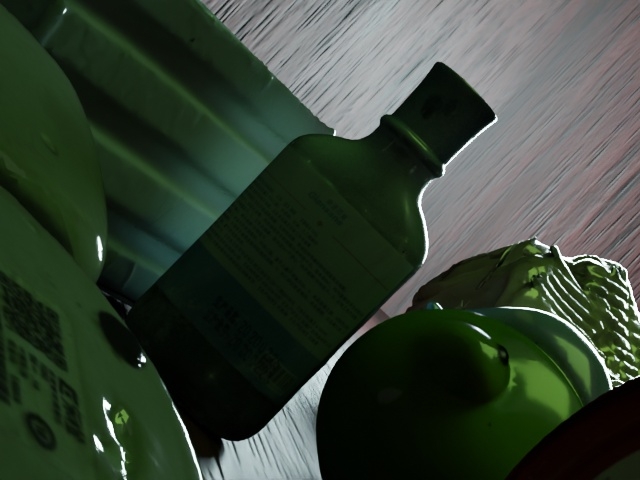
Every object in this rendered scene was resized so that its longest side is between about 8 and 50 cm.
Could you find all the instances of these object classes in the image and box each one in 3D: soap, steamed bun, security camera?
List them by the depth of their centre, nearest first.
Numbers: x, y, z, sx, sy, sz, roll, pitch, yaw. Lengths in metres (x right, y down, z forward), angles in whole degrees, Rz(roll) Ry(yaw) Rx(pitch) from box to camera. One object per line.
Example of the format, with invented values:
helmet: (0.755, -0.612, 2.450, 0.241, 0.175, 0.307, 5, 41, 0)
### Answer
security camera: (-0.116, 0.005, 0.435, 0.157, 0.080, 0.301, 45, 12, -37)
soap: (-0.113, -0.066, 0.740, 0.094, 0.150, 0.261, 40, 0, 29)
steamed bun: (0.181, 0.149, 1.353, 0.268, 0.207, 0.280, -15, 83, -55)

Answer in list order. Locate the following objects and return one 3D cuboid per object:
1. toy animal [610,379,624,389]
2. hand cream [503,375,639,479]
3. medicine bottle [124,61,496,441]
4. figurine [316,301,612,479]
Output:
toy animal: (0.197, 0.171, 0.801, 0.185, 0.104, 0.184, 64, 13, -63)
hand cream: (0.165, 0.164, 0.552, 0.149, 0.230, 0.230, 42, 3, -34)
medicine bottle: (0.000, 0.000, 0.738, 0.090, 0.208, 0.054, 45, 1, 8)
figurine: (0.066, 0.116, 0.770, 0.263, 0.143, 0.162, 130, -53, -76)
